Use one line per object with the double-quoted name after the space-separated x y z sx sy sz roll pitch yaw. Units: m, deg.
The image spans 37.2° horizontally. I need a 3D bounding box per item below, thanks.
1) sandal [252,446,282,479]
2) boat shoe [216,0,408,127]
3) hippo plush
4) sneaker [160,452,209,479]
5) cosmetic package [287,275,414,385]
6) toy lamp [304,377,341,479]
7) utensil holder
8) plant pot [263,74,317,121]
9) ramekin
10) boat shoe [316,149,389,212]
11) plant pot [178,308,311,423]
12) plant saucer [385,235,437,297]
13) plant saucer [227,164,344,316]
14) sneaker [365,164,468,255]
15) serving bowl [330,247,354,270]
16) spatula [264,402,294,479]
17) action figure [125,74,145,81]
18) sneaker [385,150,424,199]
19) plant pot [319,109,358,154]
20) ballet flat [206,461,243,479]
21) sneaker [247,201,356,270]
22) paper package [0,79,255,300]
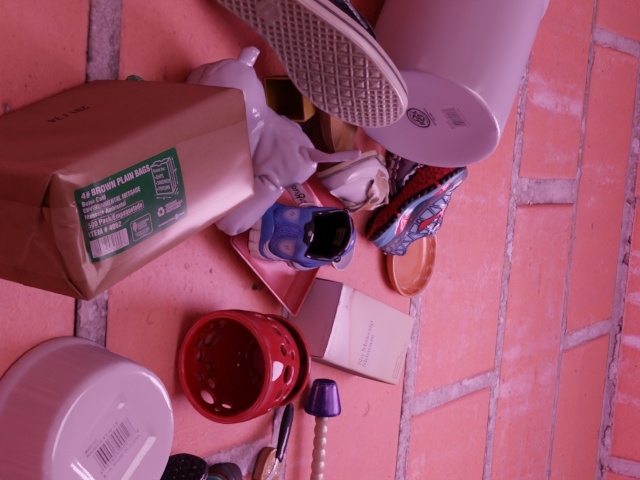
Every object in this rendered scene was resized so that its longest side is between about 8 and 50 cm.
-0.095 0.526 1.839 0.088 0.079 0.240 15 85 -54 "sandal"
-0.022 -0.383 1.599 0.500 0.187 0.156 41 49 -25 "boat shoe"
-0.139 -0.163 1.523 0.234 0.294 0.236 -45 116 -7 "hippo plush"
-0.277 0.458 1.596 0.235 0.084 0.097 -45 155 -39 "sneaker"
0.062 0.190 1.963 0.309 0.113 0.160 27 75 -54 "cosmetic package"
0.000 0.421 1.951 0.080 0.080 0.275 -6 101 -54 "toy lamp"
0.257 -0.387 1.908 0.327 0.327 0.385 52 52 -46 "utensil holder"
-0.045 -0.267 1.749 0.083 0.081 0.081 -33 123 -54 "plant pot"
-0.344 0.289 1.397 0.277 0.135 0.277 -16 110 -52 "ramekin"
0.081 -0.110 1.854 0.302 0.113 0.103 -16 87 -70 "boat shoe"
-0.123 0.211 1.650 0.174 0.191 0.191 -1 98 -63 "plant pot"
0.206 0.032 2.195 0.200 0.037 0.200 -16 110 -51 "plant saucer"
-0.066 -0.030 1.794 0.258 0.047 0.259 54 54 -45 "plant saucer"
0.222 -0.070 2.056 0.262 0.104 0.125 -41 124 12 "sneaker"
0.036 0.019 1.963 0.083 0.027 0.083 -14 108 -53 "serving bowl"
-0.095 0.435 1.798 0.084 0.030 0.296 73 30 -46 "spatula"
-0.258 -0.155 1.486 0.137 0.063 0.232 -62 146 -44 "action figure"
0.237 -0.198 2.081 0.106 0.162 0.281 -7 102 -54 "sneaker"
0.036 -0.272 1.846 0.236 0.032 0.236 5 90 -75 "plant pot"
-0.164 0.536 1.740 0.096 0.095 0.280 -25 118 -66 "ballet flat"
0.000 0.000 1.709 0.330 0.147 0.130 1 97 -66 "sneaker"
-0.295 -0.086 1.238 0.325 0.309 0.168 -34 123 -45 "paper package"
